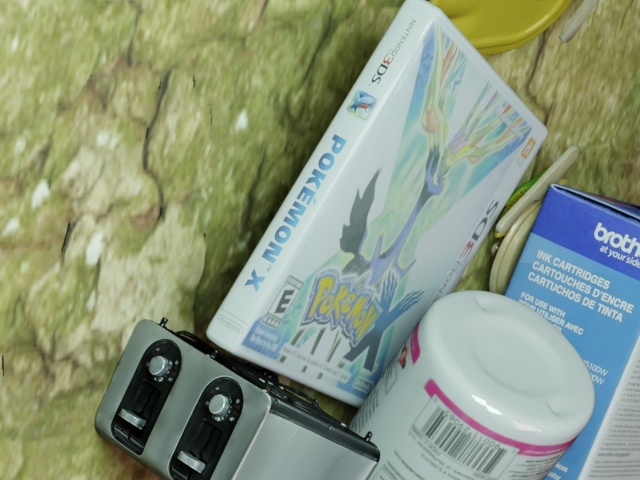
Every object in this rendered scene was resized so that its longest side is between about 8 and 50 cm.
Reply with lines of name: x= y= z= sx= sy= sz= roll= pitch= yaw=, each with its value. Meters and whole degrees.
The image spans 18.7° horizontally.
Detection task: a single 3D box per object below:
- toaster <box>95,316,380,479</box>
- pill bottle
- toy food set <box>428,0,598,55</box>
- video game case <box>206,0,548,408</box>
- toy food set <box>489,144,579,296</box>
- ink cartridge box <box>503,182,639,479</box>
toaster: x=-0.061 y=0.155 z=1.519 sx=0.185 sy=0.168 sz=0.110 roll=31 pitch=89 yaw=-48
pill bottle: x=0.095 y=0.191 z=1.642 sx=0.160 sy=0.160 sz=0.283 roll=-9 pitch=142 yaw=-44
toy food set: x=0.152 y=-0.225 z=1.637 sx=0.218 sy=0.071 sz=0.128 roll=-10 pitch=140 yaw=-41
video game case: x=0.059 y=-0.013 z=1.579 sx=0.300 sy=0.036 sz=0.329 roll=-59 pitch=155 yaw=-1
toy food set: x=0.193 y=0.000 z=1.807 sx=0.132 sy=0.038 sz=0.192 roll=-44 pitch=148 yaw=-24
ink cartridge box: x=0.275 y=0.106 z=1.822 sx=0.270 sy=0.151 sz=0.395 roll=11 pitch=104 yaw=-60
